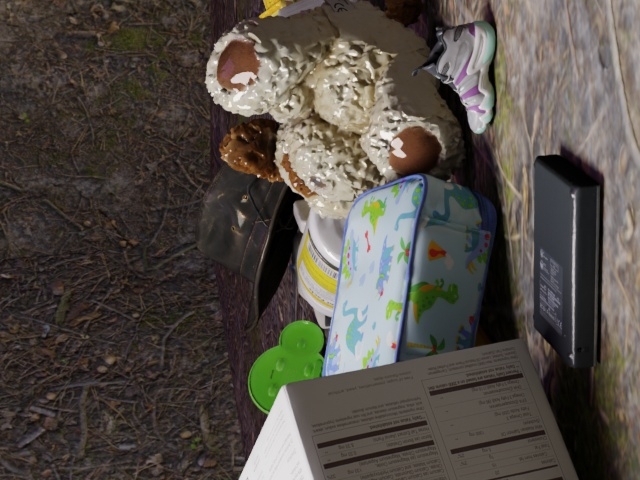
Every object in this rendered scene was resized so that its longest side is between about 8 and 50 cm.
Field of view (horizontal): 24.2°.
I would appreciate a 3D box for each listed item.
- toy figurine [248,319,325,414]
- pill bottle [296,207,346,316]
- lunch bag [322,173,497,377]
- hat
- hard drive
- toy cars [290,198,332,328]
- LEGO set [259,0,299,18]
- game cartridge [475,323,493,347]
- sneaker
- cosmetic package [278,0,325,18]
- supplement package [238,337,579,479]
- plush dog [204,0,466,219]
[{"bbox_3d":[-0.036,0.238,2.375,0.159,0.130,0.173,82,-160,-57],"label":"toy figurine"},{"bbox_3d":[0.035,0.012,1.695,0.208,0.119,0.119,109,154,-69],"label":"pill bottle"},{"bbox_3d":[0.073,0.056,1.328,0.176,0.090,0.219,-20,58,64],"label":"lunch bag"},{"bbox_3d":[-0.098,-0.041,2.089,0.331,0.134,0.331,19,-90,-88],"label":"hat"},{"bbox_3d":[0.177,0.013,1.087,0.094,0.022,0.135,-120,26,-71],"label":"hard drive"},{"bbox_3d":[0.000,0.000,2.013,0.394,0.087,0.176,109,155,-69],"label":"toy cars"},{"bbox_3d":[-0.021,-0.399,2.013,0.132,0.107,0.287,3,94,46],"label":"LEGO set"},{"bbox_3d":[0.142,0.223,1.373,0.324,0.052,0.285,-119,26,-64],"label":"game cartridge"},{"bbox_3d":[0.112,-0.138,1.274,0.038,0.069,0.098,-119,25,-70],"label":"sneaker"},{"bbox_3d":[0.015,-0.180,1.663,0.231,0.085,0.117,-100,-15,-56],"label":"cosmetic package"},{"bbox_3d":[0.080,0.245,1.105,0.199,0.198,0.263,113,143,-58],"label":"supplement package"},{"bbox_3d":[0.026,-0.118,1.486,0.210,0.262,0.225,-56,-12,-45],"label":"plush dog"}]
